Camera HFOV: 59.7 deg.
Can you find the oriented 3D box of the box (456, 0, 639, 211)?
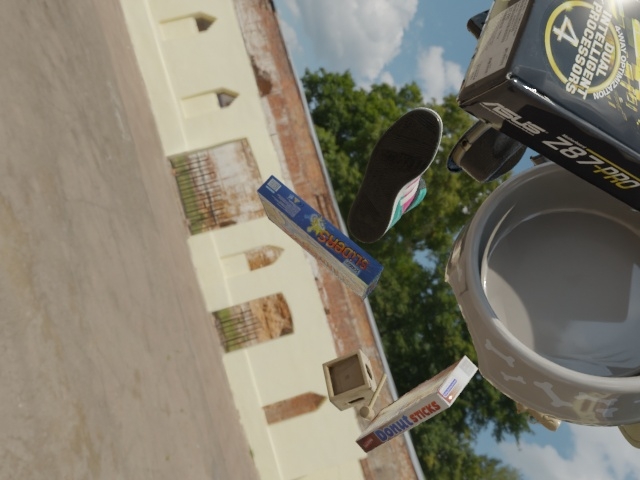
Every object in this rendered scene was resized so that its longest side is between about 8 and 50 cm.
[{"bbox_3d":[0.352,-0.253,0.605,0.394,0.318,0.097,-68,-162,-12],"label":"box"}]

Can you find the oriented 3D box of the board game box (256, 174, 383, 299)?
[{"bbox_3d":[0.000,0.000,0.808,0.201,0.035,0.136,40,-9,11],"label":"board game box"}]

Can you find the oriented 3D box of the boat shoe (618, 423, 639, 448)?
[{"bbox_3d":[0.455,0.133,0.815,0.340,0.113,0.127,-93,-176,-48],"label":"boat shoe"}]

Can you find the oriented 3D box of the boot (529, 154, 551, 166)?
[{"bbox_3d":[0.736,-0.162,1.713,0.222,0.118,0.338,69,16,15],"label":"boot"}]

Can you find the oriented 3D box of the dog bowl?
[{"bbox_3d":[0.335,0.048,0.705,0.102,0.349,0.348,70,-1,-62],"label":"dog bowl"}]

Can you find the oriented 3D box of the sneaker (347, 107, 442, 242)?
[{"bbox_3d":[0.168,-0.143,1.120,0.178,0.124,0.295,-44,166,-56],"label":"sneaker"}]

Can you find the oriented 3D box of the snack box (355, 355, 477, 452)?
[{"bbox_3d":[0.102,0.187,0.622,0.022,0.064,0.178,46,-41,9],"label":"snack box"}]

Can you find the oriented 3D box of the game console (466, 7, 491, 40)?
[{"bbox_3d":[0.536,-0.446,1.187,0.386,0.342,0.060,-104,170,-47],"label":"game console"}]

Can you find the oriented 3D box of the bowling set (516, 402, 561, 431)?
[{"bbox_3d":[0.694,0.423,1.662,0.154,0.287,0.200,32,-8,30],"label":"bowling set"}]

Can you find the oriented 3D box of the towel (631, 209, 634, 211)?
[{"bbox_3d":[1.109,-0.207,1.696,0.374,0.321,0.090,-57,-147,33],"label":"towel"}]

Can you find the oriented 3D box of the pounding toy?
[{"bbox_3d":[0.121,0.432,1.612,0.094,0.181,0.206,54,17,-46],"label":"pounding toy"}]

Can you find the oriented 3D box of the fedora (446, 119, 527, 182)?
[{"bbox_3d":[0.606,-0.314,1.935,0.152,0.334,0.334,57,-14,21],"label":"fedora"}]
